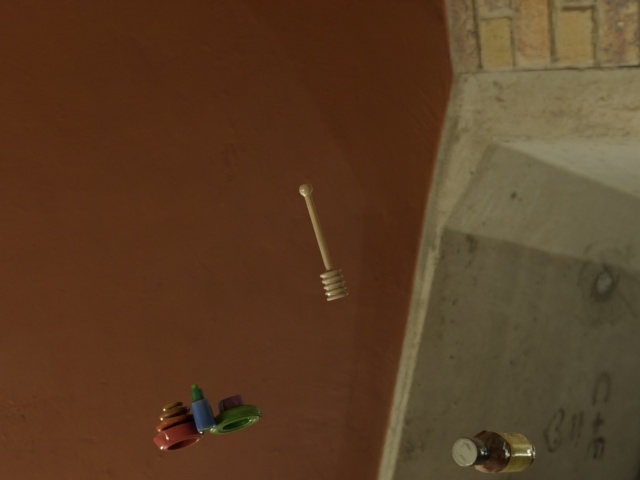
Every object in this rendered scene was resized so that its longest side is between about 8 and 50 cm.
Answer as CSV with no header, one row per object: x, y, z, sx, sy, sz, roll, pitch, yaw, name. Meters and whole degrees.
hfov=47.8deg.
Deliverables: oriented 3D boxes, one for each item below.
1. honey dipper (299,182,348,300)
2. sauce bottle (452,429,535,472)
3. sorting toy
0.000,0.000,0.965,0.030,0.030,0.161,-15,-94,-39,honey dipper
0.170,0.206,0.706,0.128,0.042,0.042,23,-97,-52,sauce bottle
-0.107,0.159,0.669,0.102,0.042,0.061,-16,-25,-10,sorting toy
